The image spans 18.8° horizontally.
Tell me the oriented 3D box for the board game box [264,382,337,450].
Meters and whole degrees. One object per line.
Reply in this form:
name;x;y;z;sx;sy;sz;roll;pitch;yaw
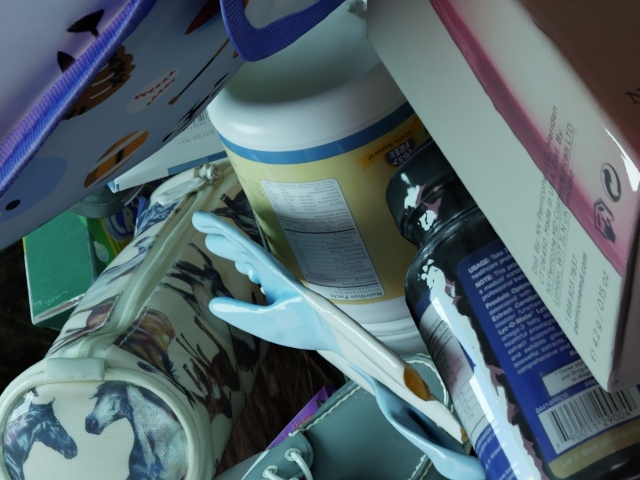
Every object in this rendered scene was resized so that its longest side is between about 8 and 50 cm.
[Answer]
board game box;0.026;0.255;1.773;0.347;0.056;0.208;121;133;-71

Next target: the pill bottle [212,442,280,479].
pill bottle;0.047;0.330;1.470;0.204;0.204;0.361;113;136;-69

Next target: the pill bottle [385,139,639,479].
pill bottle;0.119;0.048;1.030;0.123;0.123;0.219;101;148;-62

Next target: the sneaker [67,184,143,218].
sneaker;-0.169;-0.167;1.688;0.162;0.106;0.281;116;169;-54

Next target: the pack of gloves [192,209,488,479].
pack of gloves;0.009;0.081;1.135;0.232;0.046;0.195;37;170;44

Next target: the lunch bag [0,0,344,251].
lunch bag;-0.089;-0.174;0.884;0.239;0.385;0.328;45;-152;0

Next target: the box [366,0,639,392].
box;0.131;-0.078;0.784;0.127;0.149;0.232;90;157;-47

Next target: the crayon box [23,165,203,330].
crayon box;-0.196;-0.062;1.831;0.203;0.083;0.323;22;-130;-53

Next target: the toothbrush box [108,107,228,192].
toothbrush box;-0.101;-0.179;1.377;0.295;0.216;0.126;-129;25;-52

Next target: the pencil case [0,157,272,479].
pencil case;-0.127;0.076;1.544;0.410;0.160;0.183;-64;-36;-63

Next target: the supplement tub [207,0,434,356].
supplement tub;0.028;-0.041;1.175;0.144;0.144;0.199;52;169;53

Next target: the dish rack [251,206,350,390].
dish rack;0.000;0.000;1.447;0.208;0.074;0.271;45;157;57

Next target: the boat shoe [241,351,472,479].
boat shoe;-0.010;0.199;1.347;0.116;0.319;0.099;44;-173;17
